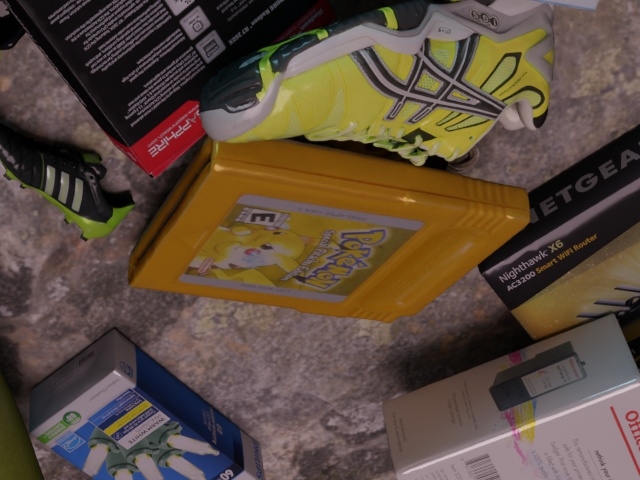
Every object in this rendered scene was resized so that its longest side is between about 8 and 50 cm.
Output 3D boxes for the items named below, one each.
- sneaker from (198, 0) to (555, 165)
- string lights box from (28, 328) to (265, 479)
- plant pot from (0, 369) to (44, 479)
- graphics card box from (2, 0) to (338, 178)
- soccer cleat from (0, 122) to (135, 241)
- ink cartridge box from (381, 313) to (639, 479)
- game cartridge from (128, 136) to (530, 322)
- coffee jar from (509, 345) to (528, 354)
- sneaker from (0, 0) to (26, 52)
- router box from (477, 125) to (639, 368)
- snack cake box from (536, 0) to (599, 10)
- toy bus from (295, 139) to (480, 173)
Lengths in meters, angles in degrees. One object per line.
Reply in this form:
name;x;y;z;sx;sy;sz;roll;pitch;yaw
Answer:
sneaker;0.073;-0.132;1.144;0.384;0.145;0.147;-19;100;-31
string lights box;-0.196;0.230;1.509;0.133;0.077;0.259;-37;123;16
plant pot;-0.436;0.178;1.346;0.274;0.275;0.294;-6;112;-4
graphics card box;-0.166;-0.260;1.084;0.233;0.094;0.371;-42;131;-8
soccer cleat;-0.261;-0.071;1.300;0.072;0.060;0.179;-40;128;8
ink cartridge box;0.271;0.220;1.447;0.353;0.119;0.207;-22;125;10
game cartridge;0.000;0.000;1.302;0.323;0.053;0.285;11;152;-20
coffee jar;0.276;0.204;1.561;0.096;0.079;0.184;-41;121;21
sneaker;-0.261;-0.264;1.130;0.084;0.097;0.235;6;125;-13
router box;0.354;0.010;1.432;0.308;0.081;0.243;-33;123;15
snack cake box;0.113;-0.288;1.136;0.264;0.152;0.089;7;124;-13
toy bus;0.069;-0.111;1.287;0.202;0.104;0.191;-7;127;-3
